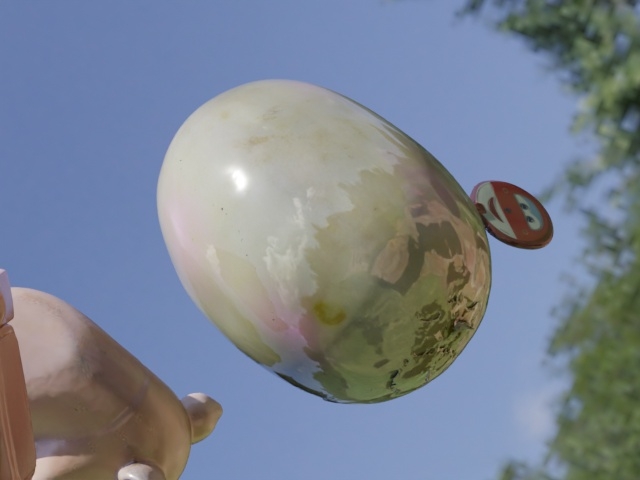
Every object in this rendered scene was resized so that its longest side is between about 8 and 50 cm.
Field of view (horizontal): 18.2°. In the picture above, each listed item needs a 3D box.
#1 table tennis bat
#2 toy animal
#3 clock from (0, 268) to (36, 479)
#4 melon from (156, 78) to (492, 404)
[{"bbox_3d":[0.181,-0.029,2.120,0.154,0.098,0.019,5,-44,-29],"label":"table tennis bat"},{"bbox_3d":[-0.223,0.139,1.738,0.166,0.250,0.154,-59,0,-41],"label":"toy animal"},{"bbox_3d":[-0.339,0.143,1.517,0.142,0.241,0.227,-143,44,-86],"label":"clock"},{"bbox_3d":[0.000,0.000,1.607,0.223,0.317,0.223,-30,-39,-28],"label":"melon"}]
